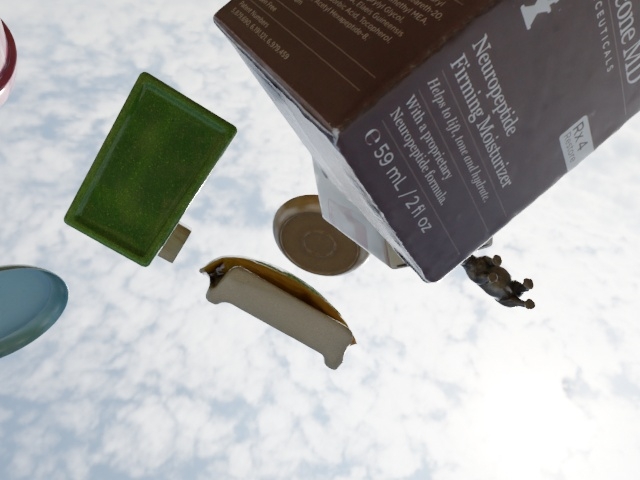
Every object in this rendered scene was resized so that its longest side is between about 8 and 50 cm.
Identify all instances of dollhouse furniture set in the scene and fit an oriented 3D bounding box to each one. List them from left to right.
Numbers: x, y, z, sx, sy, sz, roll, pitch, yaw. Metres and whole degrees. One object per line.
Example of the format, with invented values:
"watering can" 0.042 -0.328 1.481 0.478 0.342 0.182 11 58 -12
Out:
"dollhouse furniture set" -0.079 -0.017 0.718 0.302 0.151 0.197 31 180 -11

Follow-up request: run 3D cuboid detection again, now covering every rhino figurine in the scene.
"rhino figurine" 0.369 0.069 1.559 0.243 0.073 0.106 37 166 -6

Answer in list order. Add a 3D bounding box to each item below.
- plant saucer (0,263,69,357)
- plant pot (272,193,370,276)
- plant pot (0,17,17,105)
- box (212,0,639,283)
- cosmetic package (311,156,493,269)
"plant saucer" -0.681 0.150 1.432 0.318 0.317 0.043 -17 -121 -39
"plant pot" 0.000 0.000 1.564 0.236 0.236 0.032 14 -138 7
"plant pot" -0.516 -0.283 0.942 0.201 0.180 0.201 10 -115 -22
"box" 0.077 -0.119 0.453 0.203 0.168 0.167 -40 -132 1
"cosmetic package" 0.103 -0.070 0.988 0.153 0.129 0.296 -13 -162 -12
